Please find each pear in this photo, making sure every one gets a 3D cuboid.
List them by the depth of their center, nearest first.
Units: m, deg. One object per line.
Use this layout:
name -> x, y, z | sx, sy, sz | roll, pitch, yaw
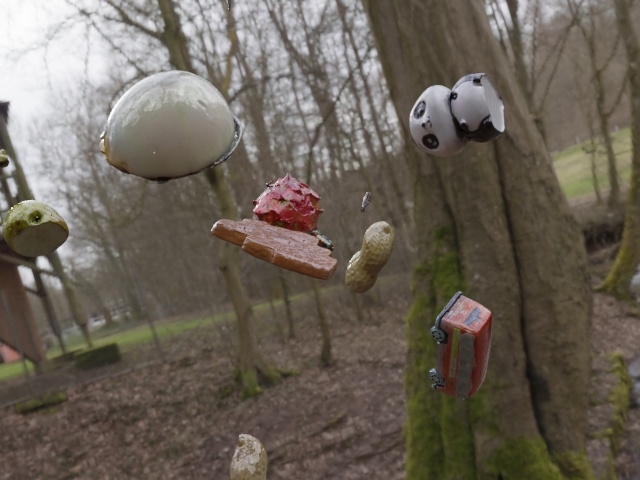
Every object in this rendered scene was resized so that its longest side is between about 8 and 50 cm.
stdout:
pear -> -0.651, -0.036, 1.759 | 0.141, 0.104, 0.141 | -20, -28, -11

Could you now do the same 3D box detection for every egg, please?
egg -> -0.314, -0.256, 1.550 | 0.286, 0.174, 0.264 | 16, 47, 30

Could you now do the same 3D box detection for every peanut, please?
peanut -> -0.135, 0.507, 1.570 | 0.086, 0.228, 0.104 | -16, -7, 18
peanut -> 0.140, 0.051, 2.184 | 0.098, 0.103, 0.229 | -7, -46, -48

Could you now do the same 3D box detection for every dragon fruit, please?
dragon fruit -> -0.114, -0.068, 2.344 | 0.268, 0.205, 0.210 | -52, 2, -32

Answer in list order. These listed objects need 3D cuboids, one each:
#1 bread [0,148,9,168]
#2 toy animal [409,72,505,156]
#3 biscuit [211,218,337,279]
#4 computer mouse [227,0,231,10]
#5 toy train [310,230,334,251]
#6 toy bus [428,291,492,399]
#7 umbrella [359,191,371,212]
bread -> -0.920, -0.175, 1.948 | 0.236, 0.198, 0.263 | 10, 1, -29
toy animal -> 0.344, -0.315, 1.992 | 0.235, 0.187, 0.165 | -17, -4, 23
biscuit -> -0.075, 0.023, 1.639 | 0.284, 0.043, 0.306 | 10, 14, -38
computer mouse -> -0.316, -0.822, 2.114 | 0.115, 0.389, 0.199 | -21, 21, -34
toy train -> 0.000, 0.000, 2.556 | 0.044, 0.103, 0.064 | -53, -21, 0
toy bus -> 0.328, 0.257, 1.800 | 0.120, 0.265, 0.121 | 22, 45, 28
umbrella -> 0.113, -0.096, 1.936 | 0.031, 0.020, 0.083 | -62, -3, 37
